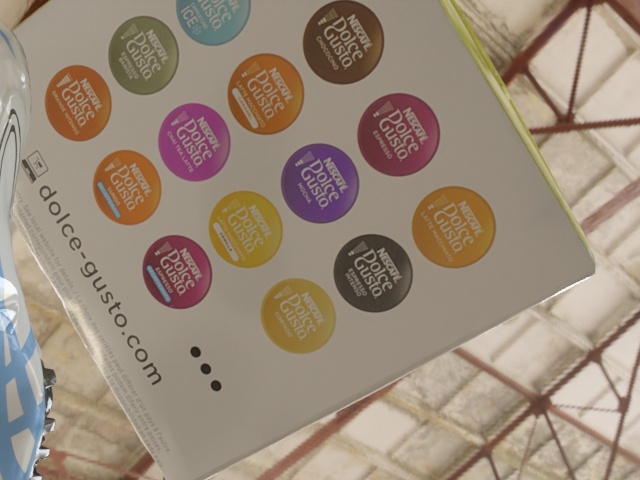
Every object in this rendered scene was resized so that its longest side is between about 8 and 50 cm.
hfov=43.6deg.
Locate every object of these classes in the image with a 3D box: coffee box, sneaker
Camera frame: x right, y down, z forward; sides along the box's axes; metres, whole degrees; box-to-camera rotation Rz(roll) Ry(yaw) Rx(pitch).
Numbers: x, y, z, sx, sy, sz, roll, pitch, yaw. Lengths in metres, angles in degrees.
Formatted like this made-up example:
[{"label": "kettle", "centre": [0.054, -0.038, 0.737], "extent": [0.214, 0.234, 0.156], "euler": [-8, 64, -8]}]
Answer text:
[{"label": "coffee box", "centre": [-0.012, -0.070, 0.671], "extent": [0.334, 0.338, 0.338], "euler": [-30, -90, 16]}, {"label": "sneaker", "centre": [-0.166, 0.019, 0.337], "extent": [0.086, 0.085, 0.237], "euler": [-9, -80, -48]}]
